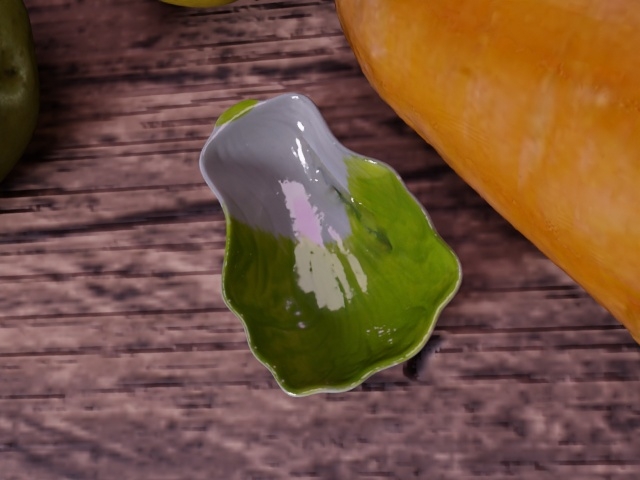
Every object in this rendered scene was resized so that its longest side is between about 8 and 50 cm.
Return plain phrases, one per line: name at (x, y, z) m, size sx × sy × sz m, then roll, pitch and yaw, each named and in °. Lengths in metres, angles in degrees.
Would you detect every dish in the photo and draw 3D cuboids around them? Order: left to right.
dish at (0.000, 0.000, 0.457) m, size 0.091 × 0.039 × 0.137 m, roll -33°, pitch 67°, yaw 6°

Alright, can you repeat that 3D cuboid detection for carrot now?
carrot at (0.089, -0.068, 0.411) m, size 0.225 × 0.159 × 0.159 m, roll 32°, pitch 81°, yaw 30°

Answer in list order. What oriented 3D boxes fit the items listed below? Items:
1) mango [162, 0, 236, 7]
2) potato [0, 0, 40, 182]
mango at (-0.084, -0.226, 0.493) m, size 0.130 × 0.167 × 0.262 m, roll -25°, pitch 64°, yaw -12°
potato at (-0.253, -0.077, 0.480) m, size 0.253 × 0.148 × 0.186 m, roll -4°, pitch 69°, yaw 12°
